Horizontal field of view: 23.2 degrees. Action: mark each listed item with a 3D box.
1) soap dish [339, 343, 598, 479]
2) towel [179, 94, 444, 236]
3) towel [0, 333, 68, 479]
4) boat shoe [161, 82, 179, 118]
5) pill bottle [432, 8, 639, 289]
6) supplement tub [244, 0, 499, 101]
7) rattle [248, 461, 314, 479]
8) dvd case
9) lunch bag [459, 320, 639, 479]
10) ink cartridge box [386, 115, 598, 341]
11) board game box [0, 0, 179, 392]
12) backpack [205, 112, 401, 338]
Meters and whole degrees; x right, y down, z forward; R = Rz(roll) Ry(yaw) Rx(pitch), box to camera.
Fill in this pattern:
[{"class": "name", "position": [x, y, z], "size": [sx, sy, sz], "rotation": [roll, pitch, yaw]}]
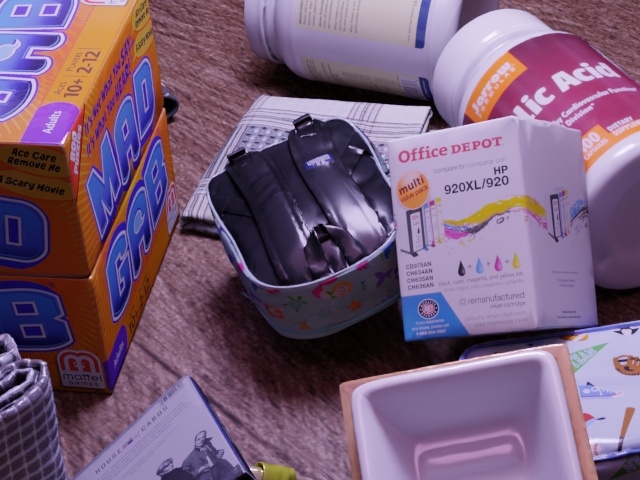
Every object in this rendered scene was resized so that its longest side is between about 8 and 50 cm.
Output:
[{"class": "soap dish", "position": [0.152, 0.259, 1.485], "size": [0.229, 0.118, 0.290], "rotation": [-11, 65, 6]}, {"class": "towel", "position": [0.008, -0.095, 2.117], "size": [0.324, 0.056, 0.312], "rotation": [10, 39, 17]}, {"class": "towel", "position": [-0.384, 0.257, 1.544], "size": [0.284, 0.235, 0.121], "rotation": [-32, 51, -31]}, {"class": "boat shoe", "position": [-0.303, -0.169, 2.234], "size": [0.228, 0.080, 0.076], "rotation": [-22, 38, -34]}, {"class": "pill bottle", "position": [0.315, -0.131, 1.991], "size": [0.224, 0.224, 0.392], "rotation": [-18, 39, -18]}, {"class": "supplement tub", "position": [0.076, -0.338, 2.281], "size": [0.325, 0.235, 0.235], "rotation": [13, 40, 21]}, {"class": "rattle", "position": [-0.107, 0.290, 1.639], "size": [0.200, 0.142, 0.130], "rotation": [0, 2, 30]}, {"class": "dvd case", "position": [-0.166, 0.247, 1.585], "size": [0.179, 0.029, 0.238], "rotation": [-42, 25, -1]}, {"class": "lunch bag", "position": [0.302, 0.187, 1.668], "size": [0.303, 0.115, 0.243], "rotation": [-6, 35, -1]}, {"class": "ink cartridge box", "position": [0.195, -0.009, 1.763], "size": [0.171, 0.232, 0.168], "rotation": [-9, -7, 33]}, {"class": "board game box", "position": [-0.399, -0.073, 1.878], "size": [0.357, 0.356, 0.356], "rotation": [3, 38, 9]}, {"class": "backpack", "position": [0.000, 0.000, 1.865], "size": [0.225, 0.191, 0.253], "rotation": [-26, 39, -5]}]
